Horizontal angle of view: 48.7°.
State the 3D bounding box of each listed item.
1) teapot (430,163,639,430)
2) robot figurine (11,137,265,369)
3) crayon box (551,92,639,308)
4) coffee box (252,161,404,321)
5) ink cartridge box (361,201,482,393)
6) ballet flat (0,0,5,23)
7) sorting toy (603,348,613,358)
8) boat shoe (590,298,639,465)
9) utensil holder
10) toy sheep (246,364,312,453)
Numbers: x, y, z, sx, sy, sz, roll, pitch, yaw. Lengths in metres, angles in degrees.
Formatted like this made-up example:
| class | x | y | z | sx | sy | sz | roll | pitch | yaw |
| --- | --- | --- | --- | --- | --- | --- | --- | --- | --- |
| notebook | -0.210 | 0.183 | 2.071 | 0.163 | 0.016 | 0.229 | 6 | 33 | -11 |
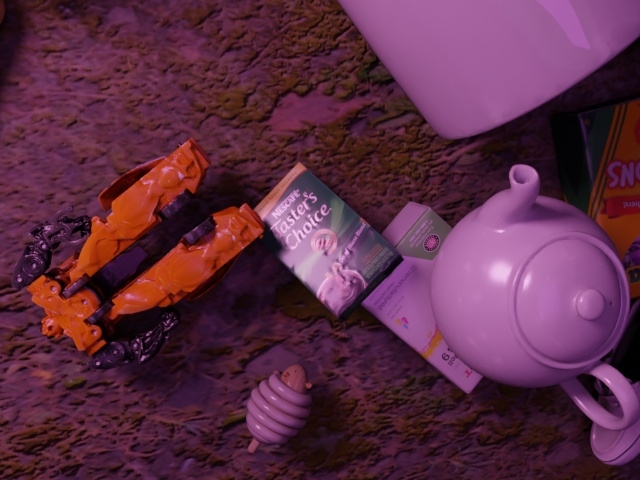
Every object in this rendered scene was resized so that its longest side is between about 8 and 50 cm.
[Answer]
| class | x | y | z | sx | sy | sz | roll | pitch | yaw |
| --- | --- | --- | --- | --- | --- | --- | --- | --- | --- |
| teapot | 0.266 | 0.069 | 0.827 | 0.256 | 0.187 | 0.253 | 17 | 89 | -17 |
| robot figurine | -0.222 | 0.022 | 0.859 | 0.291 | 0.085 | 0.211 | -37 | 101 | 6 |
| crayon box | 0.456 | -0.043 | 0.991 | 0.202 | 0.081 | 0.319 | -16 | 101 | -8 |
| coffee box | 0.000 | 0.000 | 0.886 | 0.113 | 0.040 | 0.184 | -45 | 69 | 0 |
| ink cartridge box | 0.158 | 0.075 | 0.946 | 0.212 | 0.093 | 0.154 | 41 | 88 | -15 |
| ballet flat | -0.432 | -0.196 | 0.807 | 0.080 | 0.073 | 0.232 | 19 | 94 | -12 |
| sorting toy | 0.378 | 0.115 | 0.991 | 0.042 | 0.102 | 0.061 | -41 | 146 | -9 |
| boat shoe | 0.429 | 0.197 | 1.001 | 0.084 | 0.095 | 0.258 | 11 | 100 | -24 |
| utensil holder | 0.148 | -0.351 | 0.767 | 0.327 | 0.327 | 0.385 | -38 | 104 | -3 |
| toy sheep | -0.057 | 0.222 | 0.929 | 0.091 | 0.091 | 0.132 | 26 | 93 | -13 |
